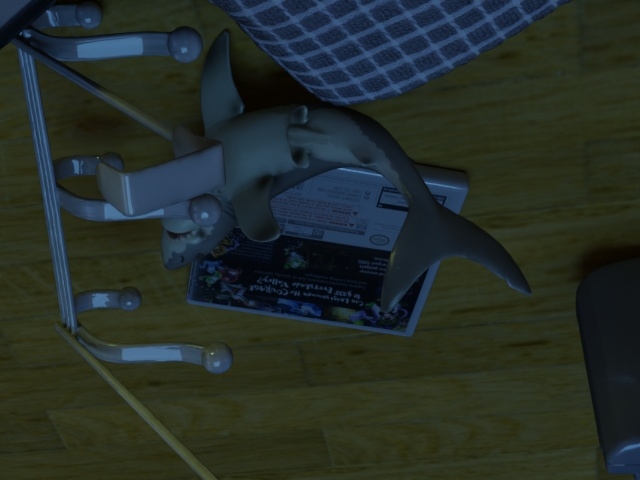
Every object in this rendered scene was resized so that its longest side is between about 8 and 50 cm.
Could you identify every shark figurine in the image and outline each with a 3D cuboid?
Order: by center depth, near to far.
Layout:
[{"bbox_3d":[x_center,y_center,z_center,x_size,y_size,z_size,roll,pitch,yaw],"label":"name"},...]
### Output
[{"bbox_3d":[0.012,-0.048,0.774,0.278,0.166,0.116,7,-178,44],"label":"shark figurine"}]

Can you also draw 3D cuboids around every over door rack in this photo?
[{"bbox_3d":[-0.096,0.007,0.697,0.108,0.324,0.240,-13,118,-18],"label":"over door rack"}]

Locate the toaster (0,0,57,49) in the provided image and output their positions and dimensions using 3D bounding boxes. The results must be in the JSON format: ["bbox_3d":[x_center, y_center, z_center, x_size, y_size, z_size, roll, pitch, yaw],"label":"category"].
[{"bbox_3d":[-0.197,-0.175,0.648,0.185,0.168,0.110,-32,123,28],"label":"toaster"}]

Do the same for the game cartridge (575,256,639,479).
[{"bbox_3d":[0.341,0.081,0.849,0.297,0.198,0.062,-2,135,4],"label":"game cartridge"}]

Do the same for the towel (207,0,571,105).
[{"bbox_3d":[0.060,-0.196,0.605,0.283,0.121,0.235,-22,149,22],"label":"towel"}]

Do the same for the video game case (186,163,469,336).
[{"bbox_3d":[0.000,0.000,0.911,0.190,0.022,0.173,9,134,-7],"label":"video game case"}]
